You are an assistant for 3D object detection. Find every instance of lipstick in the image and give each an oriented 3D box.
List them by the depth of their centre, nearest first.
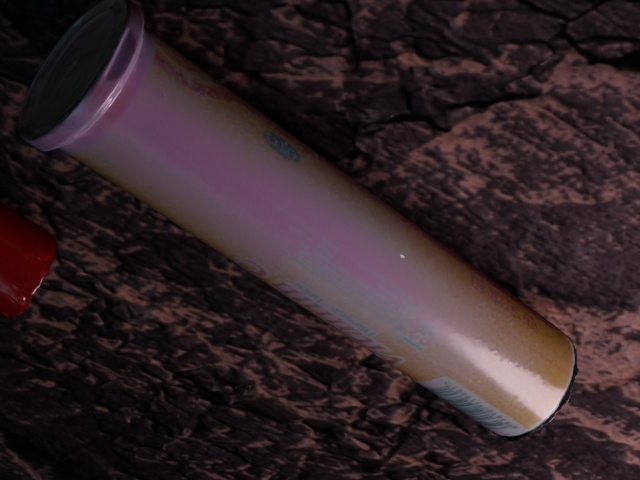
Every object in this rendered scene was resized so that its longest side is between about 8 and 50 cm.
[{"bbox_3d":[-0.312,-0.043,1.112,0.280,0.073,0.073,34,135,-26],"label":"lipstick"}]

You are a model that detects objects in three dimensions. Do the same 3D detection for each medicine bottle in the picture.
[{"bbox_3d":[0.000,0.000,1.071,0.426,0.108,0.108,35,135,-29],"label":"medicine bottle"}]
